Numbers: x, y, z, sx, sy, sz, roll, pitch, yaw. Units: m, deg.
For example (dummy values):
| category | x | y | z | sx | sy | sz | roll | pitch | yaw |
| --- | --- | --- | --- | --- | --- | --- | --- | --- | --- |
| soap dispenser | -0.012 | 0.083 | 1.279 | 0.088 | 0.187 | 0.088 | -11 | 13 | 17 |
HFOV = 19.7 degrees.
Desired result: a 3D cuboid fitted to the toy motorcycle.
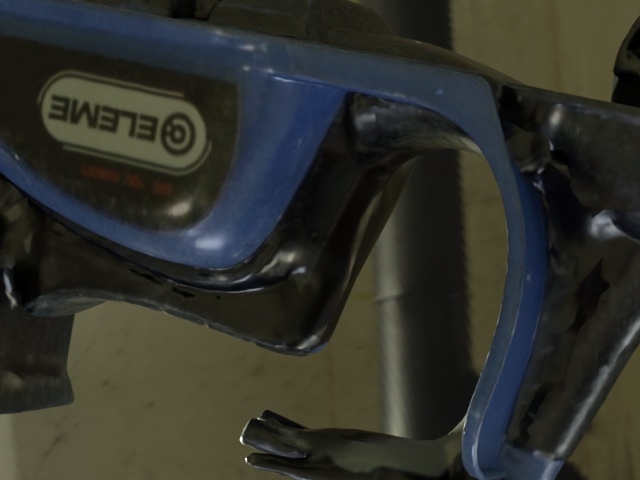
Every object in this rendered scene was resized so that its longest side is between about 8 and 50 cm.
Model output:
| category | x | y | z | sx | sy | sz | roll | pitch | yaw |
| --- | --- | --- | --- | --- | --- | --- | --- | --- | --- |
| toy motorcycle | 0.000 | 0.000 | 0.604 | 0.359 | 0.125 | 0.212 | 12 | -85 | 24 |
